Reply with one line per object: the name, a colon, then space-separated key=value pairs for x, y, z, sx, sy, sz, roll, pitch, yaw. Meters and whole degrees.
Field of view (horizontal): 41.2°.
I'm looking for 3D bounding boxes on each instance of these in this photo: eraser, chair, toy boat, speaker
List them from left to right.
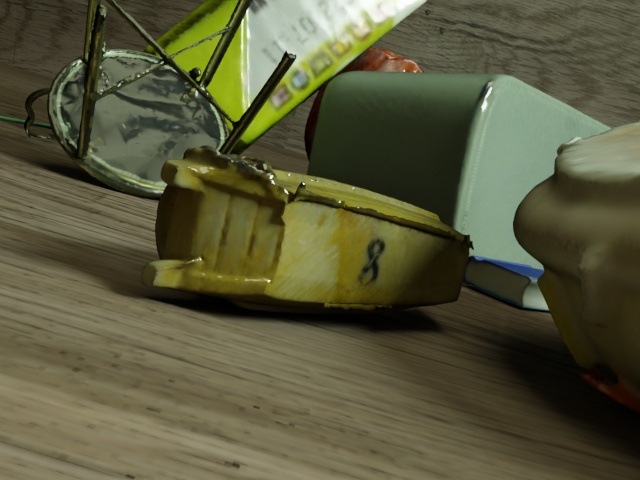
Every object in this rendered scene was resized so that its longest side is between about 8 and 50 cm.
chair: x=-0.140 y=-0.105 z=0.677 sx=0.159 sy=0.170 sz=0.326 roll=9 pitch=-34 yaw=-24
toy boat: x=0.000 y=0.000 z=0.430 sx=0.088 sy=0.068 sz=0.226 roll=15 pitch=5 yaw=38
speaker: x=0.171 y=-0.066 z=0.919 sx=0.184 sy=0.183 sz=0.406 roll=16 pitch=6 yaw=35
eraser: x=0.166 y=0.036 z=0.700 sx=0.084 sy=0.027 sz=0.063 roll=9 pitch=9 yaw=-44

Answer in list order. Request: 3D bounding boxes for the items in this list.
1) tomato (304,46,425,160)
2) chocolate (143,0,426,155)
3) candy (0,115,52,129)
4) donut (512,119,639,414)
tomato: x=0.070 y=-0.130 z=1.216 sx=0.309 sy=0.170 sz=0.309 roll=39 pitch=-18 yaw=15
chocolate: x=-0.051 y=-0.212 z=0.938 sx=0.137 sy=0.289 sz=0.301 roll=51 pitch=-12 yaw=-6
candy: x=-0.277 y=-0.120 z=0.896 sx=0.123 sy=0.035 sz=0.035 roll=6 pitch=20 yaw=-6
donut: x=0.292 y=-0.008 z=0.419 sx=0.382 sy=0.142 sz=0.382 roll=-13 pitch=10 yaw=2
